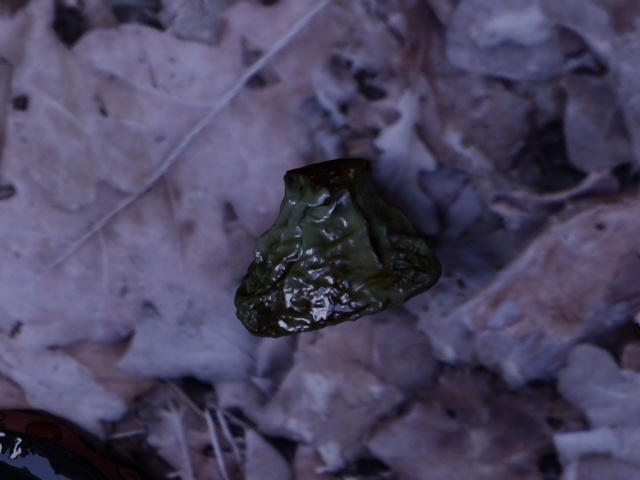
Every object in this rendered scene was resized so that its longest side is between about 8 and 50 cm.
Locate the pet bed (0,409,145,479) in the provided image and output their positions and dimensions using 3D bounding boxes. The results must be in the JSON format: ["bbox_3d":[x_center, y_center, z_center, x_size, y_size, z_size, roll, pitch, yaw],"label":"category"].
[{"bbox_3d":[-0.214,0.200,0.853,0.201,0.053,0.201,4,119,7],"label":"pet bed"}]

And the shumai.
[{"bbox_3d":[0.000,0.000,0.684,0.123,0.099,0.087,-16,99,16],"label":"shumai"}]
